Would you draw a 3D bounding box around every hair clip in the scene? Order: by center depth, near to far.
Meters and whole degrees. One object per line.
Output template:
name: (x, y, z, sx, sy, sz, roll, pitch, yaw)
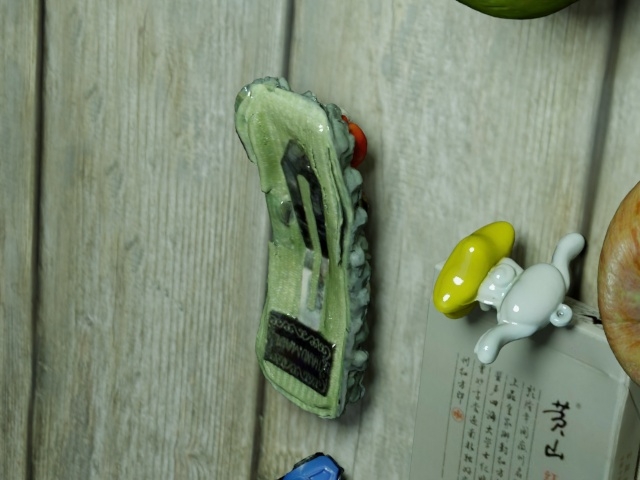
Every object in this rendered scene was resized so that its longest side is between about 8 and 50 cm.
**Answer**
hair clip: (0.001, 0.000, 1.743, 0.138, 0.091, 0.321, 25, 131, 35)

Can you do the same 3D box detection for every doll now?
doll: (0.158, 0.031, 1.583, 0.113, 0.135, 0.071, 54, 166, 35)

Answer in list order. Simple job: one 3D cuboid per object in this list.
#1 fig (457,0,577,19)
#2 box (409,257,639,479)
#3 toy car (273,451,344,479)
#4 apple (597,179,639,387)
fig: (0.121, -0.313, 1.426, 0.233, 0.233, 0.314, -46, 64, 42)
box: (0.168, 0.212, 1.689, 0.204, 0.051, 0.365, 24, 121, 36)
toy car: (-0.039, 0.279, 1.898, 0.216, 0.063, 0.103, -33, 83, 44)
apple: (0.306, 0.029, 1.401, 0.211, 0.188, 0.211, 18, 115, 42)
